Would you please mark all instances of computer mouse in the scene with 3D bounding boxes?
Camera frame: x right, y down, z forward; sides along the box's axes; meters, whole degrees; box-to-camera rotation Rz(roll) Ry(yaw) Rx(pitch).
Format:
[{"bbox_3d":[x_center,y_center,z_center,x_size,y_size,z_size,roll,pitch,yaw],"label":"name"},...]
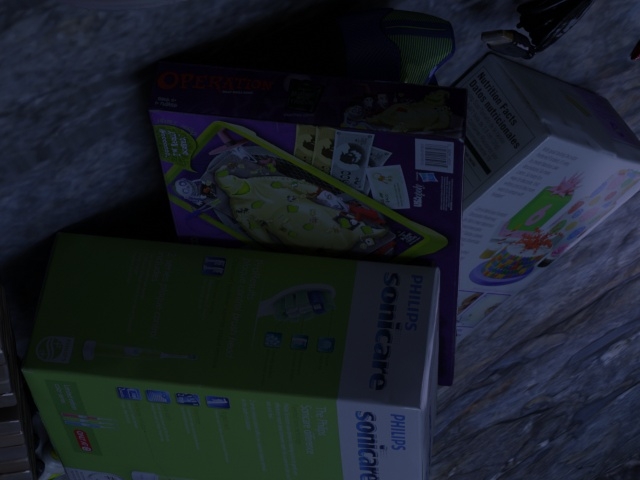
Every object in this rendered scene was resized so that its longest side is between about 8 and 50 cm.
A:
[{"bbox_3d":[0.169,-0.214,1.148,0.184,0.060,0.262,-43,167,14],"label":"computer mouse"}]

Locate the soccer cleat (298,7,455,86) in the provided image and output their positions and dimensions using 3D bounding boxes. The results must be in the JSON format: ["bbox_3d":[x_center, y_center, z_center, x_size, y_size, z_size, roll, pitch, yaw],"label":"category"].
[{"bbox_3d":[0.047,-0.067,1.215,0.121,0.093,0.289,-8,151,-5],"label":"soccer cleat"}]

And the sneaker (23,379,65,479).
[{"bbox_3d":[-0.259,0.171,1.324,0.275,0.107,0.110,-6,159,-42],"label":"sneaker"}]

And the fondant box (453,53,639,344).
[{"bbox_3d":[0.110,-0.004,1.438,0.330,0.096,0.238,-42,155,23],"label":"fondant box"}]

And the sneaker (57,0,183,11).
[{"bbox_3d":[-0.024,-0.225,0.830,0.302,0.108,0.121,-31,157,-23],"label":"sneaker"}]

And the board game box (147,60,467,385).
[{"bbox_3d":[0.000,0.000,1.185,0.208,0.056,0.347,2,148,4],"label":"board game box"}]

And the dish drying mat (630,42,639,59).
[{"bbox_3d":[0.314,-0.180,1.453,0.083,0.008,0.032,-20,155,-29],"label":"dish drying mat"}]

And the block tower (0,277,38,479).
[{"bbox_3d":[-0.250,0.080,1.085,0.091,0.097,0.335,-8,145,-9],"label":"block tower"}]

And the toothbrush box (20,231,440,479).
[{"bbox_3d":[-0.057,0.107,1.215,0.283,0.122,0.206,6,148,8],"label":"toothbrush box"}]
